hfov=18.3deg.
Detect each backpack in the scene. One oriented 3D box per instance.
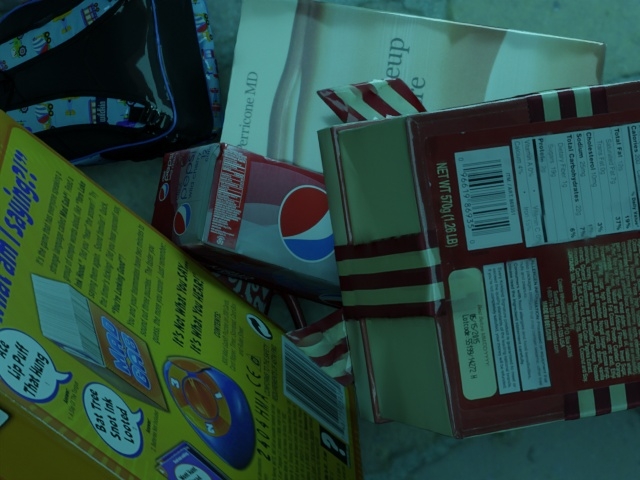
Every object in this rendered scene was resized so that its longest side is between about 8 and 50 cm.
[{"bbox_3d":[-0.183,-0.133,1.630,0.173,0.117,0.158,-15,83,25],"label":"backpack"}]

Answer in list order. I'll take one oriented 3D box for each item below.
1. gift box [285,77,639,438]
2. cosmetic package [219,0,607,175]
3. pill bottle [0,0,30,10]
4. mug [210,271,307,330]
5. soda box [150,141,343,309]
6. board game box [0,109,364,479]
[{"bbox_3d":[0.121,0.001,1.417,0.276,0.258,0.255,-4,90,-13],"label":"gift box"},{"bbox_3d":[0.073,-0.103,1.618,0.296,0.129,0.153,7,86,2],"label":"cosmetic package"},{"bbox_3d":[-0.281,-0.308,1.645,0.121,0.121,0.216,8,85,1],"label":"pill bottle"},{"bbox_3d":[-0.081,0.070,1.625,0.150,0.113,0.169,22,79,-29],"label":"mug"},{"bbox_3d":[0.000,0.000,1.563,0.263,0.092,0.083,18,76,-32],"label":"soda box"},{"bbox_3d":[-0.214,0.202,1.375,0.356,0.356,0.356,39,109,-19],"label":"board game box"}]
